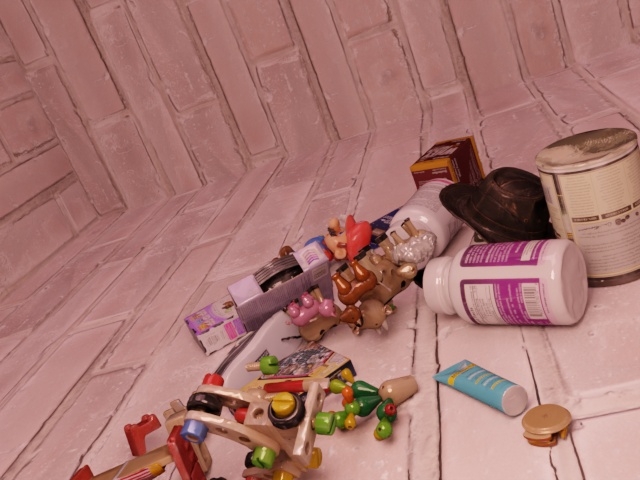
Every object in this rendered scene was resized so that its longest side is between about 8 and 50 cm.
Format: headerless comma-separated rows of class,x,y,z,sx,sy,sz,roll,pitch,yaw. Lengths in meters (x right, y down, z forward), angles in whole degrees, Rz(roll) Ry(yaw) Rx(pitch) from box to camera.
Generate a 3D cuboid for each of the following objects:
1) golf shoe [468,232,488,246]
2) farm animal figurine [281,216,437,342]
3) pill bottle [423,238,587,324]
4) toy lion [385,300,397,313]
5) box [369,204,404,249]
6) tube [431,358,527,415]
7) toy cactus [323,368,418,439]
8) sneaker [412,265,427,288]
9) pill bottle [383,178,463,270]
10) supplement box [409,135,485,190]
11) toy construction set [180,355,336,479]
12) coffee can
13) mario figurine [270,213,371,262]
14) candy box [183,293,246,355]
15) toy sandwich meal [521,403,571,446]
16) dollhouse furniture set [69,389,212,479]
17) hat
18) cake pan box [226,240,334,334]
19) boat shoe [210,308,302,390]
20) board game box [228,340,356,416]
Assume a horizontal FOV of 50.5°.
golf shoe,0.413,-0.013,1.693,0.105,0.120,0.273,-8,25,31
farm animal figurine,0.096,0.126,1.523,0.327,0.172,0.330,-37,0,-28
pill bottle,0.370,0.088,1.388,0.302,0.169,0.169,-4,26,40
toy lion,0.132,0.168,1.645,0.096,0.034,0.100,-30,20,0
box,0.215,-0.043,2.108,0.225,0.036,0.136,-30,21,-18
tube,0.287,0.258,1.220,0.080,0.052,0.207,-18,11,-19
toy cactus,0.095,0.291,1.269,0.180,0.112,0.219,-19,8,-22
sneaker,0.312,0.081,1.558,0.235,0.084,0.097,-18,-20,38
pill bottle,0.285,-0.043,1.841,0.160,0.160,0.283,-7,24,36
supplement box,0.395,-0.187,2.061,0.129,0.191,0.194,-5,26,40
toy construction set,-0.055,0.308,1.147,0.237,0.257,0.309,-11,18,24
coffee can,0.583,-0.070,1.421,0.202,0.275,0.201,-19,20,7
mario figurine,0.000,0.000,2.004,0.321,0.170,0.198,-21,52,25
candy box,-0.258,0.217,1.862,0.196,0.070,0.165,-28,20,-16
toy sandwich meal,0.359,0.292,1.073,0.086,0.029,0.085,-18,15,5
dollhouse furniture set,-0.311,0.432,1.294,0.201,0.152,0.374,-23,2,-2
hat,0.448,-0.089,1.557,0.331,0.134,0.331,19,27,-10
cake pan box,-0.091,0.133,1.662,0.246,0.267,0.070,-30,63,-10
boat shoe,-0.151,0.260,1.597,0.102,0.108,0.301,-1,35,43
board game box,-0.065,0.312,1.444,0.243,0.042,0.165,-30,21,-23
